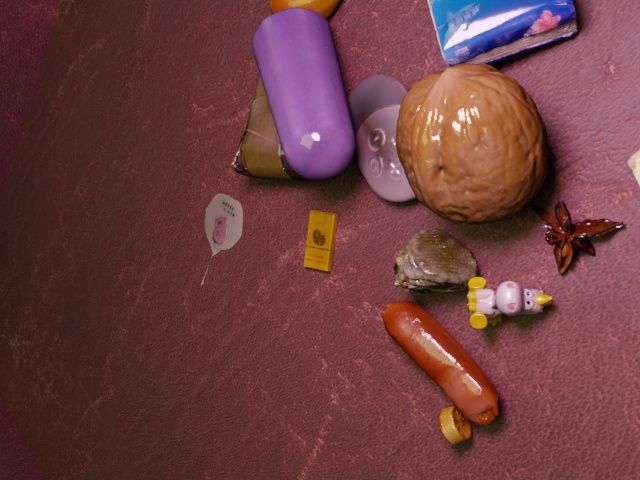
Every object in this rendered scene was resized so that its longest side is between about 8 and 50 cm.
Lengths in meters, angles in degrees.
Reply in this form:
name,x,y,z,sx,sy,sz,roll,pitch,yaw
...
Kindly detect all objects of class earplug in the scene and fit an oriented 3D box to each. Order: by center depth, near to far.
name,x,y,z,sx,sy,sz,roll,pitch,yaw
earplug,-0.031,-0.343,1.541,0.215,0.215,0.456,-38,50,33

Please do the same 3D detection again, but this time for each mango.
name,x,y,z,sx,sy,sz,roll,pitch,yaw
mango,-0.036,-0.644,1.688,0.221,0.120,0.152,3,89,32

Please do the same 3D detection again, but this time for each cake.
name,x,y,z,sx,sy,sz,roll,pitch,yaw
cake,0.296,0.408,1.396,0.044,0.084,0.084,-32,68,32

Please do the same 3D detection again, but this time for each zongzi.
name,x,y,z,sx,sy,sz,roll,pitch,yaw
zongzi,-0.082,-0.320,1.706,0.289,0.154,0.318,6,86,32

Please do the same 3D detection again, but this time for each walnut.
name,x,y,z,sx,sy,sz,roll,pitch,yaw
walnut,0.296,-0.194,1.261,0.332,0.333,0.333,-2,87,40

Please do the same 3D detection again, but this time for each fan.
name,x,y,z,sx,sy,sz,roll,pitch,yaw
fan,-0.327,0.006,1.976,0.182,0.010,0.310,31,107,36

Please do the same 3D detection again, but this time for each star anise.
name,x,y,z,sx,sy,sz,roll,pitch,yaw
star anise,0.491,-0.033,1.277,0.140,0.144,0.158,28,122,-10

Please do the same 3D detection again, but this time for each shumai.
name,x,y,z,sx,sy,sz,roll,pitch,yaw
shumai,0.251,0.078,1.419,0.184,0.184,0.142,46,140,31

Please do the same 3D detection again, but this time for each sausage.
name,x,y,z,sx,sy,sz,roll,pitch,yaw
sausage,0.271,0.262,1.417,0.348,0.094,0.097,46,129,29

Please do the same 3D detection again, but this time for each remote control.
name,x,y,z,sx,sy,sz,roll,pitch,yaw
remote control,0.162,-0.245,1.519,0.221,0.103,0.332,-47,59,34

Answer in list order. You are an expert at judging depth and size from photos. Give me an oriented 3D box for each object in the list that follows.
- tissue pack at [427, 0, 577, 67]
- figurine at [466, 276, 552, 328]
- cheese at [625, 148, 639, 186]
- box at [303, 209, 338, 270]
name,x,y,z,sx,sy,sz,roll,pitch,yaw
tissue pack,0.366,-0.485,1.298,0.269,0.137,0.209,-14,79,20
figurine,0.388,0.126,1.304,0.178,0.129,0.109,-21,56,41
cheese,0.684,-0.152,1.113,0.251,0.054,0.127,-31,72,34
box,0.000,0.000,1.697,0.087,0.023,0.155,11,95,42
